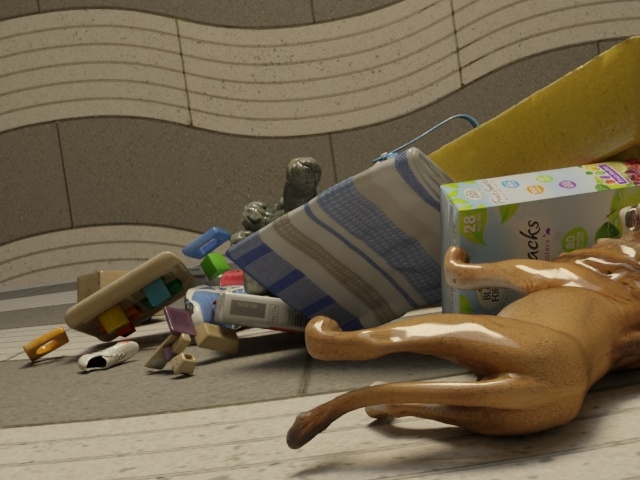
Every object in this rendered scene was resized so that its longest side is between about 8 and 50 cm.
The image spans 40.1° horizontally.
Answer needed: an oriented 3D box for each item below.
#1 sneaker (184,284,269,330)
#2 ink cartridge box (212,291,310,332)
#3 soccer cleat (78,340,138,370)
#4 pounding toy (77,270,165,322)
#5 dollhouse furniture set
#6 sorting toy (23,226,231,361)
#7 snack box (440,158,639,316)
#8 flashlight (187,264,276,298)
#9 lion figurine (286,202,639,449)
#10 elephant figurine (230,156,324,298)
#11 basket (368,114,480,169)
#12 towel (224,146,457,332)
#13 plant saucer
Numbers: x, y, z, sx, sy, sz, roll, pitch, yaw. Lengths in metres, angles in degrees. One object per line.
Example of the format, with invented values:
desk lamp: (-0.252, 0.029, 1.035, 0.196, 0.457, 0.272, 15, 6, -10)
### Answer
sneaker: (-0.142, 0.098, 1.329, 0.081, 0.080, 0.211, -10, 4, 16)
ink cartridge box: (-0.072, 0.104, 1.183, 0.145, 0.045, 0.179, 8, -12, -11)
soccer cleat: (-0.278, 0.154, 1.159, 0.083, 0.029, 0.035, -13, 14, -27)
pounding toy: (-0.342, 0.109, 1.637, 0.206, 0.094, 0.181, 1, -8, -34)
dollhouse furniture set: (-0.156, 0.150, 1.083, 0.114, 0.091, 0.081, 18, -58, -41)
sorting toy: (-0.274, 0.099, 1.318, 0.347, 0.047, 0.196, -32, -13, -6)
snack box: (0.227, 0.021, 0.880, 0.207, 0.175, 0.070, -8, 27, -5)
flashlight: (-0.121, 0.070, 1.607, 0.304, 0.103, 0.103, -4, 0, 36)
lion figurine: (0.173, 0.078, 0.688, 0.240, 0.142, 0.392, 4, 24, 36)
elephant figurine: (0.000, 0.000, 1.105, 0.185, 0.170, 0.239, -6, -8, -34)
basket: (0.156, -0.024, 1.351, 0.288, 0.255, 0.201, -27, 3, -5)
towel: (0.059, 0.018, 0.975, 0.285, 0.034, 0.209, -27, -52, 35)
plant saucer: (0.295, -0.036, 1.008, 0.332, 0.081, 0.332, -30, -42, 27)
